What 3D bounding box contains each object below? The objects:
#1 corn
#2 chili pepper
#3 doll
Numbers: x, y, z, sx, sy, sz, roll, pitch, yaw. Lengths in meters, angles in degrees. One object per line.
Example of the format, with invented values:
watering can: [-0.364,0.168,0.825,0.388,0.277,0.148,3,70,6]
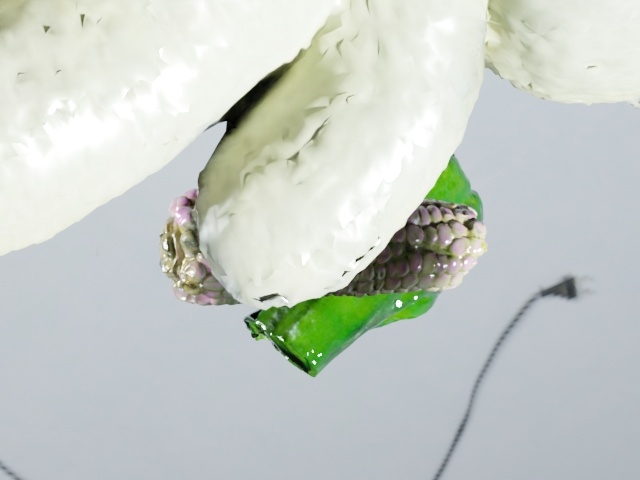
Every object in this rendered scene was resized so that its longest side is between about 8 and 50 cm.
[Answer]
corn: [0.001,0.000,1.370,0.335,0.126,0.127,-3,119,-18]
chili pepper: [0.062,0.033,1.602,0.167,0.385,0.213,30,143,21]
doll: [-0.012,-0.094,0.344,0.278,0.149,0.175,-17,135,-12]
